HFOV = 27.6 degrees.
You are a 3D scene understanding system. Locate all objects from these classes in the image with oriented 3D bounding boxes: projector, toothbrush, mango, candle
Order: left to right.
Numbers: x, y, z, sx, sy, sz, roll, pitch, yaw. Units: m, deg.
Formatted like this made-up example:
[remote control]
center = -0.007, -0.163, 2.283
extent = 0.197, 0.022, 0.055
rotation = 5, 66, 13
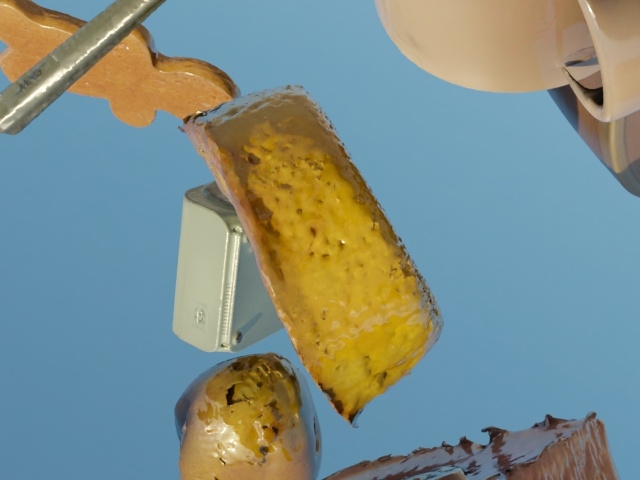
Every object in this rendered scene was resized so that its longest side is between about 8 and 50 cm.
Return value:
[toothbrush]
center = -0.128, -0.157, 0.880
extent = 0.030, 0.297, 0.030
rotation = 60, -154, 9
[mango]
center = -0.068, 0.197, 1.298
extent = 0.151, 0.248, 0.156
rotation = 23, -129, 12
[projector]
center = -0.072, 0.013, 1.686
extent = 0.108, 0.198, 0.250
rotation = 23, -151, 32
[candle]
center = 0.102, 0.232, 1.017
extent = 0.287, 0.317, 0.131
rotation = -21, -90, -8

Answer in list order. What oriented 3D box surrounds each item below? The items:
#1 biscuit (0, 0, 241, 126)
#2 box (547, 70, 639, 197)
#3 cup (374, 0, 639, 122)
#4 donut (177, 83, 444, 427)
[biscuit]
center = -0.196, -0.170, 1.260
extent = 0.250, 0.165, 0.036
rotation = 15, -116, 4
[box]
center = 0.318, -0.210, 1.157
extent = 0.301, 0.301, 0.216
rotation = -7, -139, -31
[cup]
center = 0.120, -0.190, 0.745
extent = 0.191, 0.200, 0.253
rotation = -24, -114, 1
[donut]
center = -0.001, -0.002, 1.009
extent = 0.108, 0.277, 0.277
rotation = -31, -123, 1
